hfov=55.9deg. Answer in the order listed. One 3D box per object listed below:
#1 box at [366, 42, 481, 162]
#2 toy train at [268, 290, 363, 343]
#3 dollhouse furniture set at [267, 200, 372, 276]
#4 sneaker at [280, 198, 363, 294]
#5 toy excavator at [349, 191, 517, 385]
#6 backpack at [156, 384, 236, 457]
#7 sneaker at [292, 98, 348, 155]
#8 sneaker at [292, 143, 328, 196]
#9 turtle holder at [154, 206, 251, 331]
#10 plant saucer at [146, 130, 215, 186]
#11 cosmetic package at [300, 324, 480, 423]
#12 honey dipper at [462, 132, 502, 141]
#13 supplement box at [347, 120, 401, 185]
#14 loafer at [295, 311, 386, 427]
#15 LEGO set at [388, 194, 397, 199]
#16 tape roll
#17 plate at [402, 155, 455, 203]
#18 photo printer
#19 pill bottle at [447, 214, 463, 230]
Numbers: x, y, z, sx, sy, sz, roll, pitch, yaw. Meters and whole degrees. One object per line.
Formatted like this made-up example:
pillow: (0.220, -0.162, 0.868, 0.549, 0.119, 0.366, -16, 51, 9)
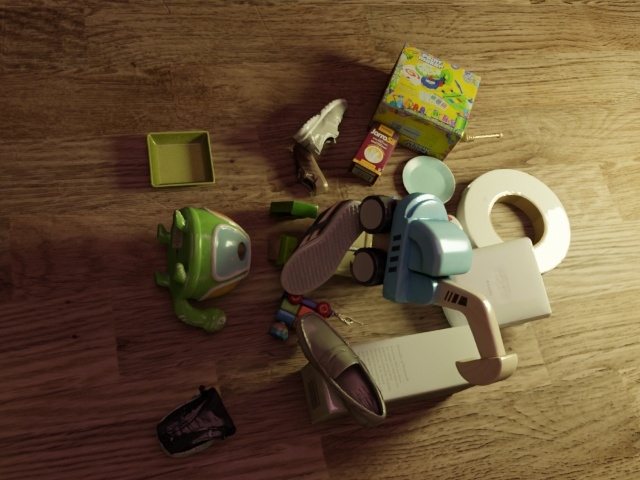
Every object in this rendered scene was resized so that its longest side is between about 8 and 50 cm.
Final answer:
box: (0.355, -0.470, 2.069, 0.290, 0.177, 0.279, 24, 64, -2)
toy train: (-0.015, 0.249, 1.722, 0.248, 0.105, 0.143, 25, 74, -2)
dollhouse furniture set: (0.000, 0.000, 1.847, 0.302, 0.151, 0.197, 9, 86, -28)
sneaker: (0.008, 0.016, 1.702, 0.321, 0.127, 0.126, -46, 108, -2)
toy excavator: (0.303, 0.104, 1.540, 0.223, 0.445, 0.432, 0, 100, -42)
backpack: (-0.323, 0.478, 1.537, 0.182, 0.115, 0.152, -26, 64, -21)
sneaker: (0.016, -0.369, 1.984, 0.115, 0.105, 0.281, 52, 50, -11)
sneaker: (-0.048, -0.225, 1.929, 0.071, 0.066, 0.188, -28, 76, -21)
turtle holder: (-0.310, 0.067, 1.649, 0.228, 0.243, 0.320, 5, 56, -30)
plant saucer: (-0.430, -0.243, 1.855, 0.189, 0.045, 0.188, -5, 69, -16)
cosmetic package: (0.196, 0.365, 1.647, 0.454, 0.230, 0.161, -6, 69, -17)
honey dipper: (0.586, -0.373, 2.166, 0.161, 0.030, 0.030, -7, 69, -19)
supplement box: (0.178, -0.289, 2.002, 0.104, 0.080, 0.188, 29, 64, 0)
loafer: (0.053, 0.301, 1.452, 0.112, 0.111, 0.319, -33, 77, -24)
LEGO set: (0.232, -0.081, 1.920, 0.087, 0.093, 0.227, 32, 64, 1)
tape roll: (0.644, -0.056, 2.022, 0.393, 0.072, 0.391, 5, 67, -11)
plate: (0.364, -0.199, 2.041, 0.188, 0.024, 0.188, 5, 66, -12)
photo printer: (0.516, 0.144, 1.844, 0.308, 0.107, 0.255, -12, 81, 0)
pill bottle: (0.351, -0.002, 1.908, 0.180, 0.108, 0.107, -23, 75, -21)
